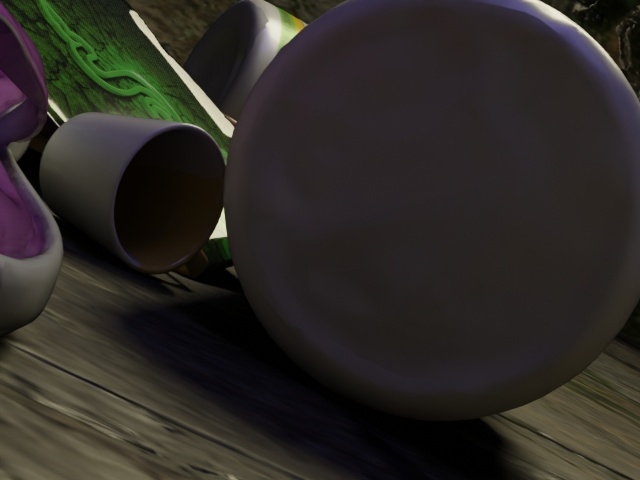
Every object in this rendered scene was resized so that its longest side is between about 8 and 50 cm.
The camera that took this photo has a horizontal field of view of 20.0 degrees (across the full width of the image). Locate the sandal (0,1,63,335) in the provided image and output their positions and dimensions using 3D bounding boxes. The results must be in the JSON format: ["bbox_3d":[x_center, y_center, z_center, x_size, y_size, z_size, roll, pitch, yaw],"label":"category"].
[{"bbox_3d":[-0.147,-0.074,0.568,0.169,0.102,0.416,27,4,-14],"label":"sandal"}]

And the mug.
[{"bbox_3d":[-0.082,-0.018,0.747,0.064,0.078,0.062,21,31,40],"label":"mug"}]

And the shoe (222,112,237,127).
[{"bbox_3d":[0.000,0.000,1.073,0.219,0.058,0.076,31,-18,-17],"label":"shoe"}]

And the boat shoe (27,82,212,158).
[{"bbox_3d":[-0.082,-0.050,0.961,0.207,0.073,0.073,25,5,-34],"label":"boat shoe"}]

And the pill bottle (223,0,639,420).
[{"bbox_3d":[0.062,-0.016,0.812,0.169,0.169,0.301,29,3,7],"label":"pill bottle"}]

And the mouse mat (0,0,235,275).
[{"bbox_3d":[-0.088,-0.063,0.871,0.189,0.007,0.152,49,24,10],"label":"mouse mat"}]

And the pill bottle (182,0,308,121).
[{"bbox_3d":[0.022,-0.054,1.258,0.246,0.136,0.136,27,4,-23],"label":"pill bottle"}]
